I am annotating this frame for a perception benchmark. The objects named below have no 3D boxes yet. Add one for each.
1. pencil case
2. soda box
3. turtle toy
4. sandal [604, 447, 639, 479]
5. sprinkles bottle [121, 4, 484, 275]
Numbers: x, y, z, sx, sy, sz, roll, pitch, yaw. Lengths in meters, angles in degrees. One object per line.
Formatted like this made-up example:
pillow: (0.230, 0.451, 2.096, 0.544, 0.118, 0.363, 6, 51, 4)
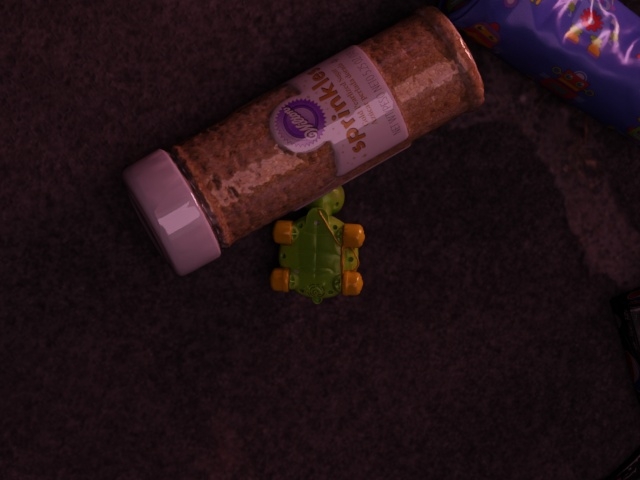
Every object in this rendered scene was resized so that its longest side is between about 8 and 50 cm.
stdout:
pencil case: (0.265, -0.208, 1.753, 0.306, 0.119, 0.133, 30, 64, -19)
soda box: (0.374, 0.135, 1.887, 0.060, 0.053, 0.169, -21, 106, -10)
turtle toy: (0.000, 0.000, 1.742, 0.095, 0.066, 0.130, 4, 98, 7)
sandal: (0.339, 0.291, 1.914, 0.179, 0.040, 0.067, -46, 110, -3)
sprinkles bottle: (-0.016, -0.100, 1.688, 0.355, 0.121, 0.121, -30, 108, -8)
